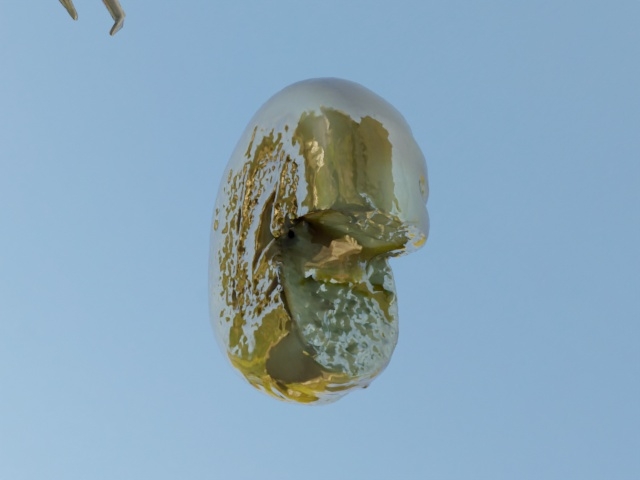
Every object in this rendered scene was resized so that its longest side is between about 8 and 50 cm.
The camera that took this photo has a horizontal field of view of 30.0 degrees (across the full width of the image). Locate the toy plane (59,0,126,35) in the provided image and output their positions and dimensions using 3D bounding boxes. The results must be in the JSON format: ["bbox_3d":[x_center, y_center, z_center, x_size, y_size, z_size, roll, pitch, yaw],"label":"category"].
[{"bbox_3d":[-0.172,-0.207,0.739,0.162,0.065,0.171,44,-32,5],"label":"toy plane"}]

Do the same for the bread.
[{"bbox_3d":[0.000,0.000,1.227,0.333,0.160,0.333,-24,-120,53],"label":"bread"}]
